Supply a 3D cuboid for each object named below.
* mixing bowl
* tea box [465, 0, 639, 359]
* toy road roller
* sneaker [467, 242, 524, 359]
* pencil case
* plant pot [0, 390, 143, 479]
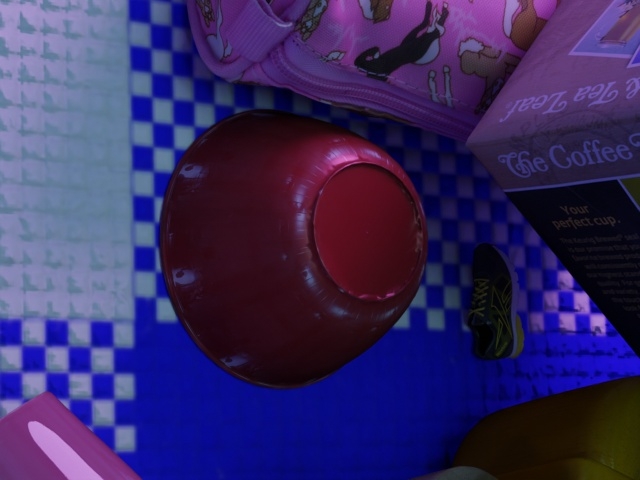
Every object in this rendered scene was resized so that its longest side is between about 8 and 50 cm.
[{"bbox_3d":[0.000,0.000,1.246,0.181,0.098,0.181,6,80,-36],"label":"mixing bowl"},{"bbox_3d":[0.328,-0.037,1.169,0.323,0.329,0.220,48,60,-25],"label":"tea box"},{"bbox_3d":[0.128,0.187,1.262,0.329,0.202,0.241,29,54,-37],"label":"toy road roller"},{"bbox_3d":[0.117,0.044,1.371,0.035,0.031,0.083,-15,93,-38],"label":"sneaker"},{"bbox_3d":[0.095,-0.135,1.304,0.386,0.167,0.160,17,105,-35],"label":"pencil case"},{"bbox_3d":[-0.147,0.189,1.057,0.201,0.201,0.180,-33,89,-36],"label":"plant pot"}]
